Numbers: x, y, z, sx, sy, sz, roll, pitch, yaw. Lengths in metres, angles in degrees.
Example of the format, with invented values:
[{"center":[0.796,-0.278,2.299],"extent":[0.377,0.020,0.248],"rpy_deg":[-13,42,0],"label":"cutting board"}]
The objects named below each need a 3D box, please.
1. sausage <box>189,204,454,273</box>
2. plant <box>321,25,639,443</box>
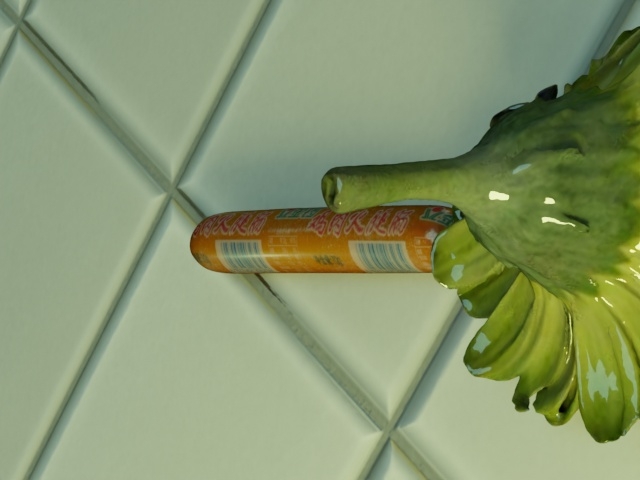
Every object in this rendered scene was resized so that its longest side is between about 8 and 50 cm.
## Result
[{"center":[0.000,0.000,1.487],"extent":[0.348,0.053,0.053],"rpy_deg":[-1,76,51],"label":"sausage"},{"center":[0.144,-0.036,1.221],"extent":[0.261,0.297,0.306],"rpy_deg":[-89,11,-70],"label":"plant"}]
